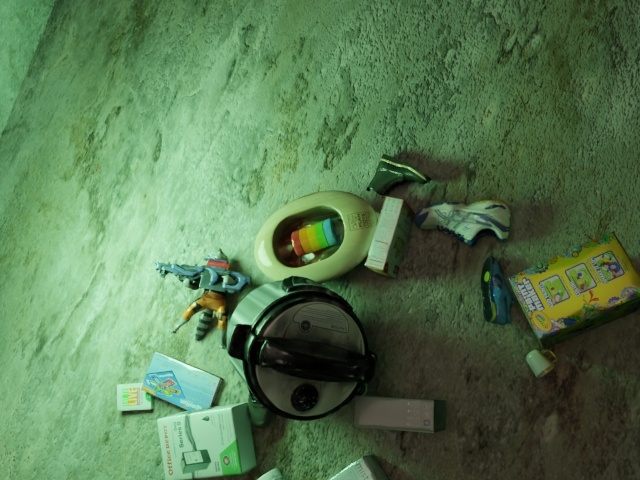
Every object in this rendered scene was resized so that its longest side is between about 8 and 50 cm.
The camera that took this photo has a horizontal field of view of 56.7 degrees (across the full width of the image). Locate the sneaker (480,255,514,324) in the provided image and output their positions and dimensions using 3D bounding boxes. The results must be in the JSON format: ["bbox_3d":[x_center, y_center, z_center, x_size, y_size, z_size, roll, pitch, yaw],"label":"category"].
[{"bbox_3d":[0.531,0.150,1.773,0.082,0.069,0.210,7,66,-9],"label":"sneaker"}]

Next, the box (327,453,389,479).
[{"bbox_3d":[0.118,0.799,1.722,0.231,0.126,0.262,-38,65,8],"label":"box"}]

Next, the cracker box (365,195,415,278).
[{"bbox_3d":[0.224,-0.006,1.883,0.067,0.155,0.233,15,82,25],"label":"cracker box"}]

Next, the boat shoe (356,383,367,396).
[{"bbox_3d":[0.028,0.465,1.880,0.232,0.079,0.084,-9,74,22],"label":"boat shoe"}]

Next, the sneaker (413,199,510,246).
[{"bbox_3d":[0.433,-0.047,1.833,0.296,0.112,0.131,-4,74,22],"label":"sneaker"}]

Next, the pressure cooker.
[{"bbox_3d":[-0.059,0.313,1.711,0.369,0.420,0.376,-30,102,-14],"label":"pressure cooker"}]

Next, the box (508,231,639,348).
[{"bbox_3d":[0.678,0.146,1.578,0.279,0.290,0.177,-27,67,13],"label":"box"}]

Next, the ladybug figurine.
[{"bbox_3d":[0.000,0.000,1.971,0.448,0.162,0.305,-15,71,19],"label":"ladybug figurine"}]

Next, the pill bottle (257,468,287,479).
[{"bbox_3d":[-0.114,0.820,1.817,0.121,0.121,0.216,-41,64,7],"label":"pill bottle"}]

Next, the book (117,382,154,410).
[{"bbox_3d":[-0.675,0.571,2.170,0.144,0.035,0.097,-9,74,17],"label":"book"}]

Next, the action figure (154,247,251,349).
[{"bbox_3d":[-0.425,0.181,2.097,0.341,0.178,0.331,17,77,1],"label":"action figure"}]

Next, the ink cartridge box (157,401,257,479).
[{"bbox_3d":[-0.375,0.665,1.954,0.288,0.121,0.211,-14,80,18],"label":"ink cartridge box"}]

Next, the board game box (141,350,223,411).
[{"bbox_3d":[-0.491,0.507,2.097,0.281,0.027,0.145,17,82,20],"label":"board game box"}]

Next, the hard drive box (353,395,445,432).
[{"bbox_3d":[0.234,0.503,1.726,0.232,0.181,0.089,-3,74,21],"label":"hard drive box"}]

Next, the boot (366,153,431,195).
[{"bbox_3d":[0.258,-0.191,1.974,0.197,0.076,0.137,31,93,40],"label":"boot"}]

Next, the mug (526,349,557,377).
[{"bbox_3d":[0.623,0.345,1.685,0.064,0.078,0.062,56,132,33],"label":"mug"}]

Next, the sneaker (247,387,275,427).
[{"bbox_3d":[-0.204,0.467,1.947,0.108,0.130,0.287,-5,75,20],"label":"sneaker"}]
